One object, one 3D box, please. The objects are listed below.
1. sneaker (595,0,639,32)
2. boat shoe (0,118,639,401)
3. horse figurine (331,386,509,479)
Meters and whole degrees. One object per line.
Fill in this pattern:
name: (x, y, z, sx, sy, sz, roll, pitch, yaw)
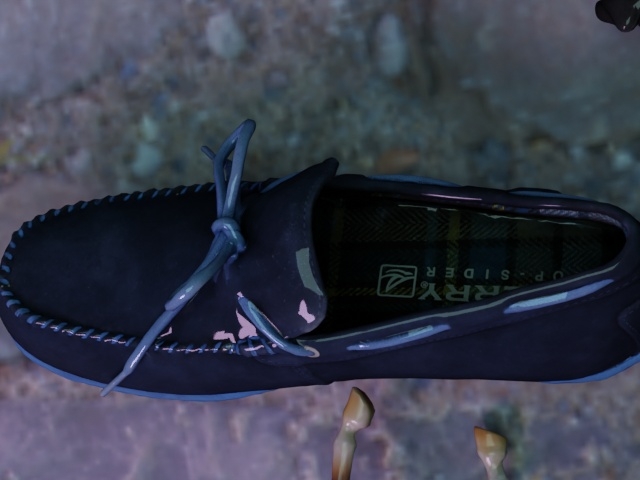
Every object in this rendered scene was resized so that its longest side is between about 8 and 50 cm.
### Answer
sneaker: (0.133, -0.115, 0.726, 0.078, 0.067, 0.188, -22, 90, 6)
boat shoe: (0.000, 0.000, 0.739, 0.258, 0.089, 0.109, -5, 64, 6)
horse figurine: (0.078, 0.171, 0.750, 0.263, 0.066, 0.174, 18, 88, 14)
